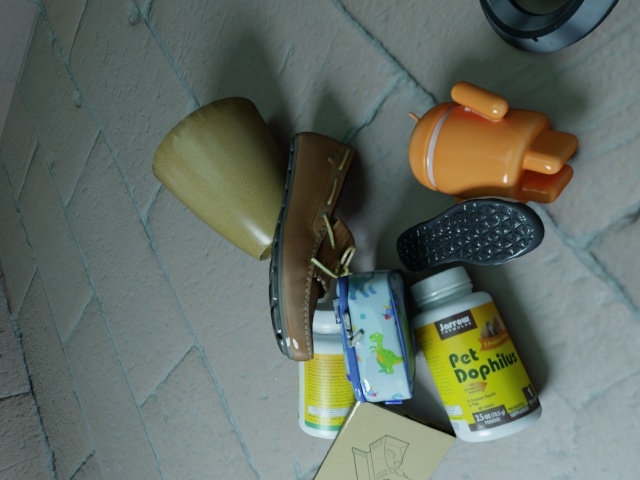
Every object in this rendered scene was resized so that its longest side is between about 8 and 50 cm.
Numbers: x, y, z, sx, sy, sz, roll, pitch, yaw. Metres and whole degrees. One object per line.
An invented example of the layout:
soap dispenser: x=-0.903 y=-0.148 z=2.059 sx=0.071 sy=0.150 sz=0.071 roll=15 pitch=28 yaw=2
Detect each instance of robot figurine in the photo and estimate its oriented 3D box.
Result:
robot figurine: x=0.211 y=-0.117 z=0.599 sx=0.219 sy=0.158 sz=0.128 roll=22 pitch=89 yaw=38

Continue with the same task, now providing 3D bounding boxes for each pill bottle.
pill bottle: x=0.020 y=0.216 z=0.780 sx=0.118 sy=0.118 sz=0.208 roll=1 pitch=92 yaw=41
pill bottle: x=0.202 y=0.149 z=0.621 sx=0.117 sy=0.117 sz=0.215 roll=-32 pitch=71 yaw=37

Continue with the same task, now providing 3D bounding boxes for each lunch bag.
lunch bag: x=0.087 y=0.130 z=0.650 sx=0.090 sy=0.219 sz=0.176 roll=-11 pitch=85 yaw=13

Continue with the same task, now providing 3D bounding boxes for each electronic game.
electronic game: x=0.264 y=-0.343 z=0.534 sx=0.229 sy=0.048 sz=0.229 roll=57 pitch=160 yaw=34

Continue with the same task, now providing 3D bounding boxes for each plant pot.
plant pot: x=-0.145 y=-0.096 z=0.861 sx=0.254 sy=0.237 sz=0.237 roll=51 pitch=123 yaw=10

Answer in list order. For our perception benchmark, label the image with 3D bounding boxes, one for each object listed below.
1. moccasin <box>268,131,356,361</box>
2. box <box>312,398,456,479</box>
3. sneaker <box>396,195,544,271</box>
moccasin: x=0.000 y=0.002 z=0.726 sx=0.139 sy=0.147 sz=0.380 roll=105 pitch=174 yaw=-59
box: x=0.097 y=0.349 z=0.719 sx=0.164 sy=0.021 sz=0.201 roll=22 pitch=110 yaw=-3
sneaker: x=0.200 y=-0.014 z=0.611 sx=0.235 sy=0.097 sz=0.084 roll=-13 pitch=94 yaw=59
